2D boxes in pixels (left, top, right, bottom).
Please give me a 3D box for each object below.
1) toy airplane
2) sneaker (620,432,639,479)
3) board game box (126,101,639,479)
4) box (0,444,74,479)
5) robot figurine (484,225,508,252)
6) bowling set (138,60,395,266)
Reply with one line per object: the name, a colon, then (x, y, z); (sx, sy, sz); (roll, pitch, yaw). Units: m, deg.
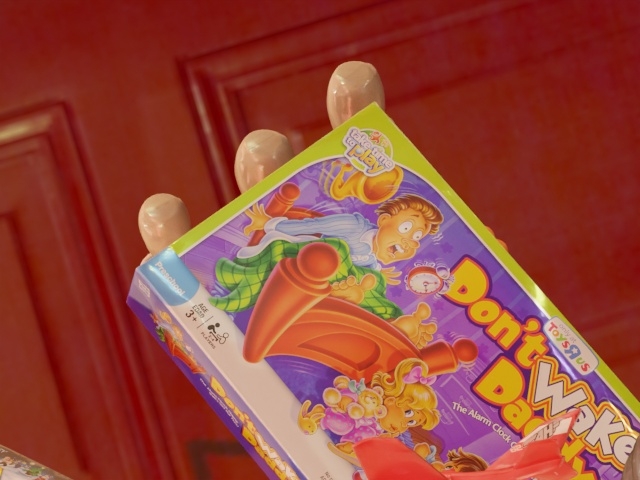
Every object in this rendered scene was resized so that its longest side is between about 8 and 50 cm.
toy airplane: (0.077, 0.132, 0.839); (0.151, 0.151, 0.028); (74, 178, -58)
sneaker: (0.295, 0.056, 0.659); (0.147, 0.384, 0.145); (27, -152, -43)
board game box: (0.058, 0.099, 1.130); (0.347, 0.233, 0.078); (49, 157, 9)
box: (-0.313, 0.334, 1.716); (0.044, 0.233, 0.159); (-18, -58, -55)
robot figurine: (0.122, 0.095, 1.493); (0.158, 0.128, 0.219); (22, 111, 35)
bowling set: (0.000, 0.000, 1.337); (0.200, 0.287, 0.154); (43, 157, 33)
